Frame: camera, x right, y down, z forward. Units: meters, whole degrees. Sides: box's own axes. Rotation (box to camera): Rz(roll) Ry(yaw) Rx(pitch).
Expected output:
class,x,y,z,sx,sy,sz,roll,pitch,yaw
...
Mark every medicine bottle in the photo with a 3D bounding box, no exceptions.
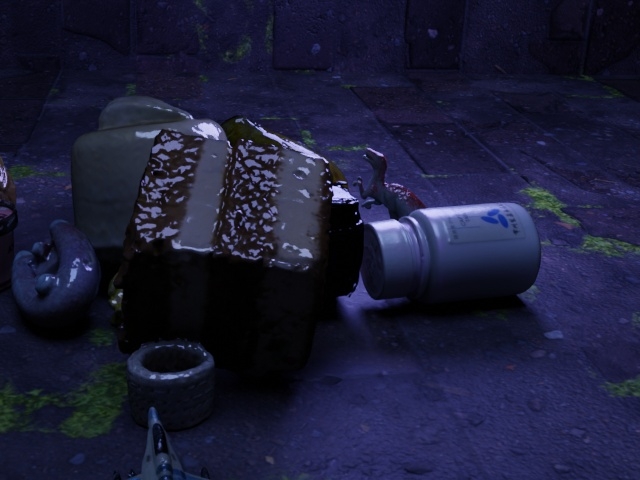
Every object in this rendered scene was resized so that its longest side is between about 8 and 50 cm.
class,x,y,z,sx,sy,sz,roll,pitch,yaw
medicine bottle,0.222,0.025,1.561,0.292,0.170,0.170,-6,24,-17

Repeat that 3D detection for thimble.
class,x,y,z,sx,sy,sz,roll,pitch,yaw
thimble,-0.202,0.193,1.202,0.115,0.090,0.102,-11,27,-25

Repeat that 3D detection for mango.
class,x,y,z,sx,sy,sz,roll,pitch,yaw
mango,-0.080,-0.122,1.772,0.329,0.177,0.176,23,24,-28

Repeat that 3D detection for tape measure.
class,x,y,z,sx,sy,sz,roll,pitch,yaw
tape measure,0.000,0.000,1.545,0.135,0.202,0.223,-1,14,-19

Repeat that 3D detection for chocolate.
class,x,y,z,sx,sy,sz,roll,pitch,yaw
chocolate,-0.283,-0.107,1.603,0.325,0.297,0.314,3,9,-5

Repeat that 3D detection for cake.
class,x,y,z,sx,sy,sz,roll,pitch,yaw
cake,-0.136,0.019,1.307,0.290,0.256,0.282,8,45,-5

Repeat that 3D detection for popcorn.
class,x,y,z,sx,sy,sz,roll,pitch,yaw
popcorn,-0.296,0.089,1.443,0.096,0.089,0.109,27,58,-4

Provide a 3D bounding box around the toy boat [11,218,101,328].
class,x,y,z,sx,sy,sz,roll,pitch,yaw
toy boat,-0.440,0.048,1.439,0.155,0.085,0.227,-40,42,1

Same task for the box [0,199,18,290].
class,x,y,z,sx,sy,sz,roll,pitch,yaw
box,-0.597,0.013,1.540,0.151,0.135,0.151,1,20,0

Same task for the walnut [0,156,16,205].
class,x,y,z,sx,sy,sz,roll,pitch,yaw
walnut,-0.684,-0.089,1.668,0.227,0.228,0.228,2,22,-1

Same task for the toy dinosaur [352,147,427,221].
class,x,y,z,sx,sy,sz,roll,pitch,yaw
toy dinosaur,0.175,-0.069,1.810,0.242,0.167,0.053,25,25,15

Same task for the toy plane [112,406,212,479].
class,x,y,z,sx,sy,sz,roll,pitch,yaw
toy plane,-0.183,0.275,1.030,0.192,0.088,0.262,2,12,-16

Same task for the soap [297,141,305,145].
class,x,y,z,sx,sy,sz,roll,pitch,yaw
soap,-0.194,-0.172,2.036,0.323,0.109,0.193,-2,13,-16
